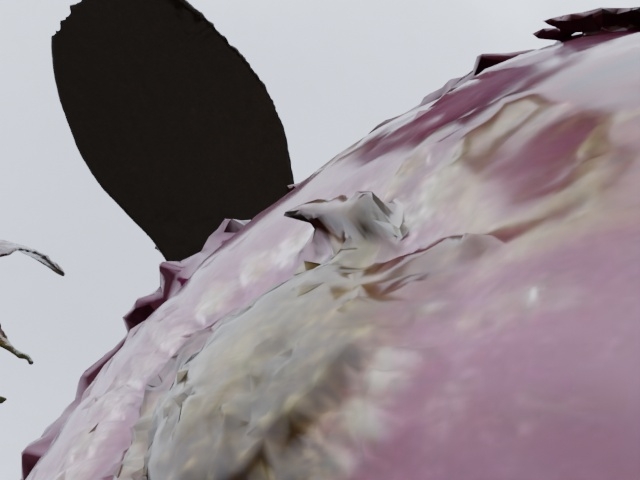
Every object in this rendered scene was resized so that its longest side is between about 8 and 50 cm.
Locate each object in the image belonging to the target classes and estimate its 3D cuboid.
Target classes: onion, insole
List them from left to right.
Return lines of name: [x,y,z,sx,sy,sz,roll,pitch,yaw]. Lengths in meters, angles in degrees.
insole: [-0.063,-0.021,1.051,0.111,0.007,0.327,-21,-48,1]
onion: [0.065,0.122,0.466,0.358,0.358,0.345,-12,-44,14]

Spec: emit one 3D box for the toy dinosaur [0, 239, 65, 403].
toy dinosaur: [-0.370,0.124,1.724,0.207,0.327,0.113,-3,-39,4]
